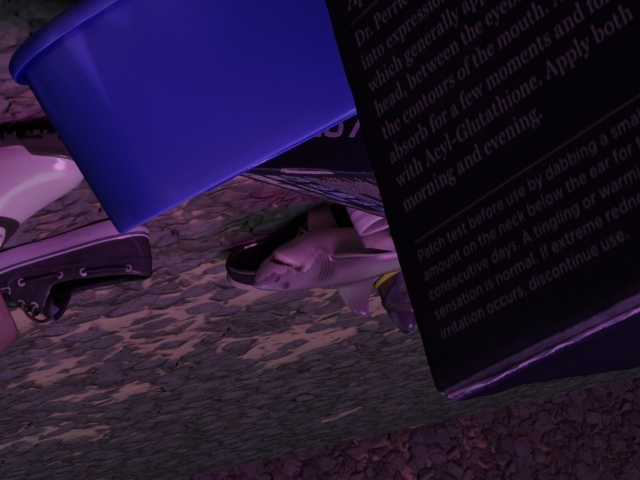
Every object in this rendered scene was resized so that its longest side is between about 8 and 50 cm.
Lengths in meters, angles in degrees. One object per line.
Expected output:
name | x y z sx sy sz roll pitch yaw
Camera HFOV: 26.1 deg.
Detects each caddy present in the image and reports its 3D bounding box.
caddy | -0.036 -0.149 0.866 0.341 0.179 0.241 -26 -177 28

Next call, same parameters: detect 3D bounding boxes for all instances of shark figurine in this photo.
shark figurine | 0.074 0.038 1.481 0.278 0.116 0.166 2 -154 3

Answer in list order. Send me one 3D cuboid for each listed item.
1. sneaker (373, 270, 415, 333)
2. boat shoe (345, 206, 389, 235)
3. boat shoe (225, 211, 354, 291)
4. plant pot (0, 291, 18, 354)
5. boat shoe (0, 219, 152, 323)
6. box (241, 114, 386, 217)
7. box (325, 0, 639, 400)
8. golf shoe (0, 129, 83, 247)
sneaker | 0.208 0.048 1.804 0.300 0.121 0.111 -13 163 -11
boat shoe | 0.148 -0.061 1.464 0.258 0.084 0.095 -14 163 -6
boat shoe | 0.000 0.000 1.579 0.233 0.084 0.079 -11 128 8
plant pot | -0.386 0.046 0.994 0.280 0.323 0.323 -26 166 -13
boat shoe | -0.278 0.045 1.427 0.228 0.076 0.080 -18 163 5
box | 0.160 -0.054 1.154 0.318 0.097 0.395 7 175 42
box | 0.168 -0.155 0.635 0.293 0.395 0.212 -3 160 -35
golf shoe | -0.303 -0.006 1.172 0.273 0.120 0.105 -23 161 17
